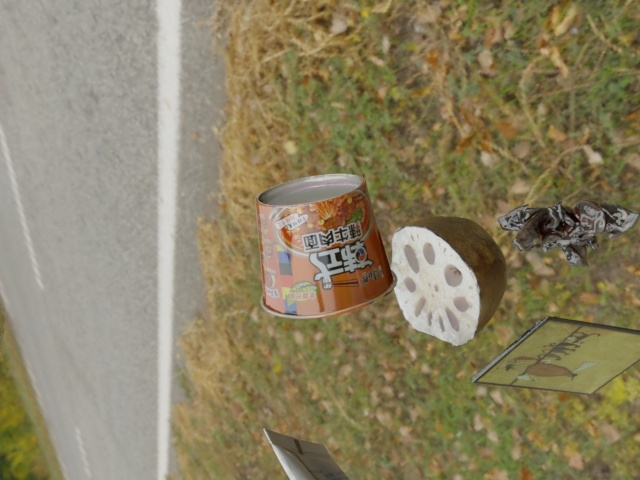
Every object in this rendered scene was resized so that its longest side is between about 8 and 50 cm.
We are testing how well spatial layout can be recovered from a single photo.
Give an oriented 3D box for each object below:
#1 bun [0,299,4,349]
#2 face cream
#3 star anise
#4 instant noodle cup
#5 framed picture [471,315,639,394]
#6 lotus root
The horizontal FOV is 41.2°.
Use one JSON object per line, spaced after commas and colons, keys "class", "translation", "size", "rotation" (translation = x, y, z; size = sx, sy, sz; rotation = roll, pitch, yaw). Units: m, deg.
{"class": "bun", "translation": [-0.506, 0.169, 1.151], "size": [0.220, 0.134, 0.221], "rotation": [-169, 90, -68]}
{"class": "face cream", "translation": [0.067, 0.498, 1.472], "size": [0.420, 0.137, 0.235], "rotation": [50, -170, 33]}
{"class": "star anise", "translation": [0.486, -0.025, 1.672], "size": [0.282, 0.212, 0.129], "rotation": [-8, 73, 29]}
{"class": "instant noodle cup", "translation": [0.000, 0.000, 1.491], "size": [0.250, 0.250, 0.192], "rotation": [18, 122, 56]}
{"class": "framed picture", "translation": [0.514, 0.243, 1.752], "size": [0.255, 0.338, 0.014], "rotation": [-52, 38, 42]}
{"class": "lotus root", "translation": [0.277, 0.070, 1.754], "size": [0.272, 0.192, 0.272], "rotation": [20, 119, 42]}
